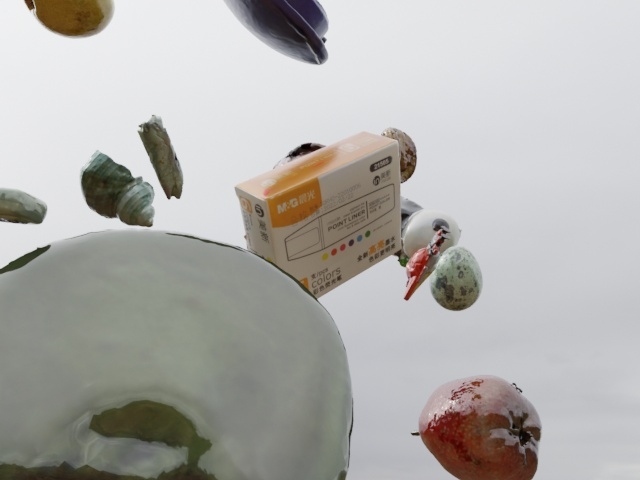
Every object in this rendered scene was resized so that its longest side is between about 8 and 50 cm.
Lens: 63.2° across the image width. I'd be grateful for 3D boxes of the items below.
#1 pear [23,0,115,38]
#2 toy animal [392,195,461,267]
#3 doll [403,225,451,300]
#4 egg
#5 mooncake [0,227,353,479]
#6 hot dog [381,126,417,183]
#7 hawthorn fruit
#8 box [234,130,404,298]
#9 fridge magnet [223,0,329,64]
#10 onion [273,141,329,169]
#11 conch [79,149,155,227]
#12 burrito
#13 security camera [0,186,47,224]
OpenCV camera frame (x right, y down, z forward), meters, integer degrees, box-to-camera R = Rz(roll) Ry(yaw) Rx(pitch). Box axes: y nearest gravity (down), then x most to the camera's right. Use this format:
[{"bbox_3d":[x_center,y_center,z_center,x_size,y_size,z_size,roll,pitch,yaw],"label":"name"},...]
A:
[{"bbox_3d":[-0.639,-0.615,1.313,0.209,0.209,0.209,2,-28,1],"label":"pear"},{"bbox_3d":[0.307,-0.012,1.670,0.267,0.212,0.212,28,-6,43],"label":"toy animal"},{"bbox_3d":[0.225,0.043,1.131,0.057,0.109,0.169,21,-55,-1],"label":"doll"},{"bbox_3d":[0.342,0.095,1.311,0.132,0.172,0.132,-1,17,0],"label":"egg"},{"bbox_3d":[-0.145,0.144,0.468,0.351,0.351,0.187,11,-57,-16],"label":"mooncake"},{"bbox_3d":[0.197,-0.218,1.321,0.099,0.147,0.065,1,-10,-45],"label":"hot dog"},{"bbox_3d":[0.393,0.512,1.391,0.369,0.284,0.285,-18,-35,38],"label":"hawthorn fruit"},{"bbox_3d":[0.009,-0.032,0.848,0.091,0.274,0.220,29,-41,45],"label":"box"},{"bbox_3d":[-0.087,-0.429,0.970,0.265,0.265,0.112,32,-83,-43],"label":"fridge magnet"},{"bbox_3d":[-0.043,-0.175,1.882,0.341,0.341,0.341,2,-28,1],"label":"onion"},{"bbox_3d":[-0.617,-0.144,1.612,0.277,0.195,0.220,51,-48,-2],"label":"conch"},{"bbox_3d":[-0.513,-0.266,1.715,0.096,0.066,0.309,-32,-43,-24],"label":"burrito"},{"bbox_3d":[-0.294,-0.030,0.461,0.092,0.058,0.058,6,-26,17],"label":"security camera"}]
